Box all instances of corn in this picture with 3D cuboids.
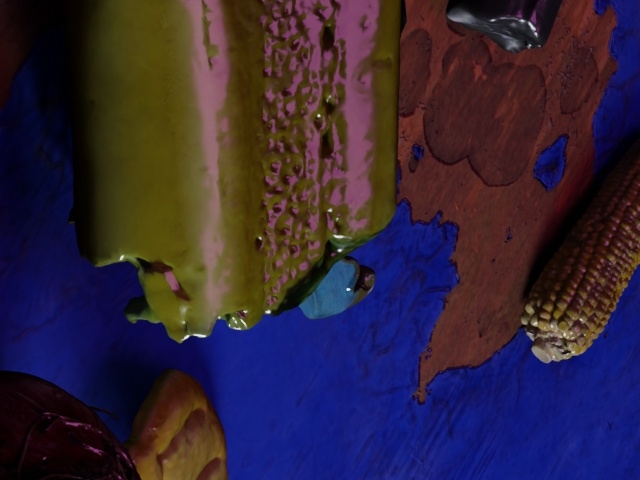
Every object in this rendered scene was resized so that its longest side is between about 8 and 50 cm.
[{"bbox_3d":[0.299,0.004,1.875,0.288,0.086,0.086,-56,140,-21],"label":"corn"}]

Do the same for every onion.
[{"bbox_3d":[-0.214,0.226,1.226,0.221,0.281,0.281,39,76,-40],"label":"onion"}]

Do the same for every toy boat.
[{"bbox_3d":[0.000,0.000,1.526,0.077,0.075,0.185,-41,137,-19],"label":"toy boat"}]

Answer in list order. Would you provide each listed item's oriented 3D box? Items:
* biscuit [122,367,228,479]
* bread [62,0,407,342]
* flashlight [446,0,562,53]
[{"bbox_3d":[-0.120,0.211,1.457,0.260,0.041,0.203,57,42,-66],"label":"biscuit"},{"bbox_3d":[-0.069,-0.146,1.272,0.251,0.208,0.376,-17,119,-37],"label":"bread"},{"bbox_3d":[0.231,-0.377,1.612,0.103,0.103,0.424,25,86,-51],"label":"flashlight"}]
